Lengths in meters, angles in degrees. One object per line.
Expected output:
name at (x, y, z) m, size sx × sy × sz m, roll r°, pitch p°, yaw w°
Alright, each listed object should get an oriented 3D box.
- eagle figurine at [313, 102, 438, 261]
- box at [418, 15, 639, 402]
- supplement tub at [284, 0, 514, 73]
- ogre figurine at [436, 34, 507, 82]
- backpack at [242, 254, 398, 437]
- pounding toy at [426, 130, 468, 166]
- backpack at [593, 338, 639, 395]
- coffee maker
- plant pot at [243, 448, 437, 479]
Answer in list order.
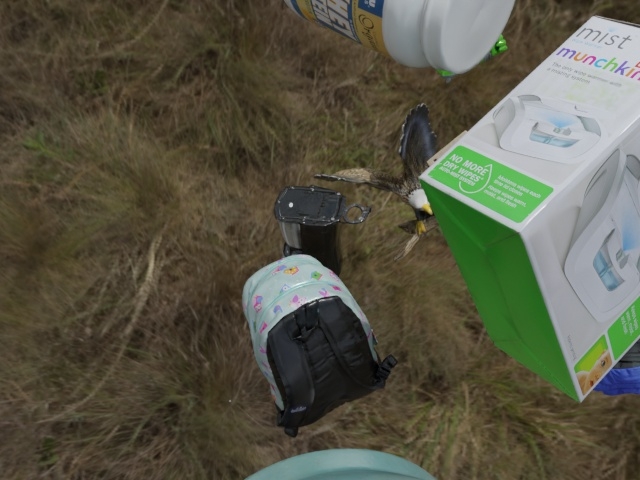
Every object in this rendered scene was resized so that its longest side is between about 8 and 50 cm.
eagle figurine at (0.161, -0.122, 1.551) m, size 0.298 × 0.225 × 0.226 m, roll 43°, pitch 69°, yaw -31°
box at (0.243, -0.025, 0.728) m, size 0.231 × 0.262 × 0.126 m, roll -41°, pitch 43°, yaw -12°
supplement tub at (0.071, -0.252, 0.752) m, size 0.199 × 0.144 × 0.144 m, roll 33°, pitch 75°, yaw 30°
ogre figurine at (0.202, -0.354, 1.308) m, size 0.118 × 0.097 × 0.197 m, roll -46°, pitch 117°, yaw 8°
backpack at (-0.015, 0.108, 0.859) m, size 0.151 × 0.182 × 0.115 m, roll -31°, pitch 43°, yaw -11°
pounding toy at (0.225, -0.066, 1.135) m, size 0.100 × 0.141 × 0.130 m, roll -39°, pitch 71°, yaw 19°
backpack at (0.548, 0.222, 1.410) m, size 0.101 × 0.120 × 0.098 m, roll 49°, pitch 46°, yaw -23°
coffee maker at (0.000, 0.000, 1.485) m, size 0.171 × 0.178 × 0.120 m, roll 24°, pitch 54°, yaw 24°
plant pot at (0.021, 0.234, 0.399) m, size 0.292 × 0.196 × 0.293 m, roll -5°, pitch 117°, yaw -9°
